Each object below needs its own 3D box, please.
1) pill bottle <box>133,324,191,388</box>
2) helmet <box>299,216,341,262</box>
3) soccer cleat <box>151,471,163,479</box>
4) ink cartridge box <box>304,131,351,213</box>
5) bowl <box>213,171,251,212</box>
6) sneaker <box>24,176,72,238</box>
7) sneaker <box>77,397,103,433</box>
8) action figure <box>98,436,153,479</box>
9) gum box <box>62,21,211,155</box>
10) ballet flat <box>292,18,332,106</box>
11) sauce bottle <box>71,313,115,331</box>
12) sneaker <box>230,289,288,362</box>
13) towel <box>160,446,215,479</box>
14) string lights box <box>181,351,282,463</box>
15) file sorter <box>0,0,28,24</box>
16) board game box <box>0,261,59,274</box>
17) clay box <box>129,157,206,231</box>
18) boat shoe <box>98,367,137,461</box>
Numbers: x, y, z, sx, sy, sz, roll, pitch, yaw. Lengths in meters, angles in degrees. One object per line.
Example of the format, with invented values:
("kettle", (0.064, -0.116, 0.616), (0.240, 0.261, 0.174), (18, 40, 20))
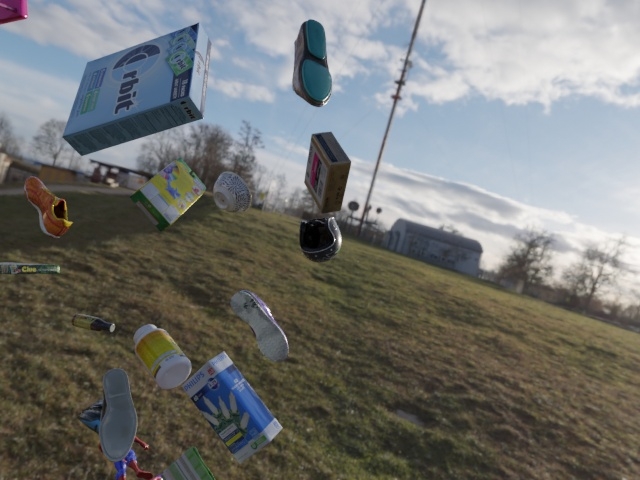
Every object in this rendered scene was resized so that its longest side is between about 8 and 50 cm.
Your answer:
("pill bottle", (-0.507, 0.360, 1.596), (0.215, 0.117, 0.117), (36, 12, 37))
("helmet", (0.000, 0.000, 1.862), (0.169, 0.162, 0.169), (-7, 2, 0))
("soccer cleat", (-0.457, 0.709, 1.443), (0.095, 0.083, 0.248), (-27, -16, -1))
("ink cartridge box", (0.022, -0.249, 1.865), (0.088, 0.235, 0.193), (-11, 48, -21))
("bowl", (-0.353, -0.169, 1.919), (0.170, 0.170, 0.080), (15, 36, 28))
("sneaker", (-0.596, -0.081, 1.115), (0.175, 0.067, 0.064), (51, 5, 20))
("sneaker", (-0.781, 0.614, 1.835), (0.125, 0.140, 0.341), (43, -20, -8))
("action figure", (-0.526, 0.609, 1.403), (0.280, 0.091, 0.139), (23, -20, 47))
("gum box", (-0.242, -0.206, 0.682), (0.184, 0.157, 0.041), (-12, -36, 13))
("ballet flat", (-0.030, -0.454, 1.358), (0.107, 0.316, 0.106), (20, -36, -26))
("sauce bottle", (-0.680, 0.250, 1.515), (0.128, 0.042, 0.042), (9, -2, 9))
("sneaker", (-0.204, 0.298, 1.832), (0.293, 0.102, 0.146), (57, 5, -1))
("towel", (-0.346, 0.621, 1.322), (0.113, 0.152, 0.023), (51, 22, 14))
("string lights box", (-0.238, 0.444, 1.351), (0.260, 0.133, 0.076), (50, 24, 7))
("file sorter", (-0.752, -0.535, 0.967), (0.290, 0.202, 0.182), (-2, 2, 19))
("board game box", (-0.872, 0.077, 1.421), (0.259, 0.030, 0.136), (0, 1, 32))
("clay box", (-0.426, -0.137, 1.440), (0.053, 0.222, 0.127), (-28, -71, 31))
("boat shoe", (-0.438, 0.382, 1.092), (0.075, 0.065, 0.206), (-3, 48, -22))
